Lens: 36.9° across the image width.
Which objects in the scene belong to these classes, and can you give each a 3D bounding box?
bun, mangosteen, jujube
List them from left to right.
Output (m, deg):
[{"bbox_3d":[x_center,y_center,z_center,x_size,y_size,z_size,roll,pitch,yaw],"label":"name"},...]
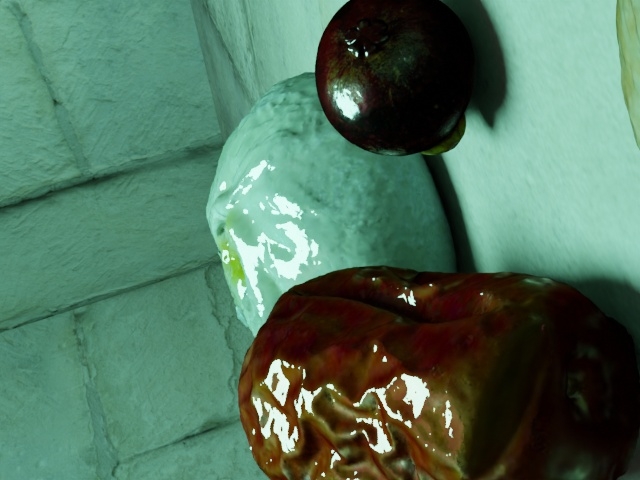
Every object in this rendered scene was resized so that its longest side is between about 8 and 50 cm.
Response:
[{"bbox_3d":[0.000,0.000,1.005,0.362,0.211,0.362,164,90,-80],"label":"bun"},{"bbox_3d":[0.062,-0.119,0.723,0.140,0.140,0.140,162,90,-81],"label":"mangosteen"},{"bbox_3d":[0.072,0.112,0.699,0.342,0.216,0.216,-10,99,58],"label":"jujube"}]

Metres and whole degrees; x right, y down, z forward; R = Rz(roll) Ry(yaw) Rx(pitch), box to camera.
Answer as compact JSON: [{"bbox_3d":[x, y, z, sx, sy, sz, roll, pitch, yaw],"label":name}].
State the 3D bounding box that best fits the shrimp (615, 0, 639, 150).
[{"bbox_3d":[0.181,-0.011,0.331,0.317,0.077,0.168,-107,0,-47],"label":"shrimp"}]
